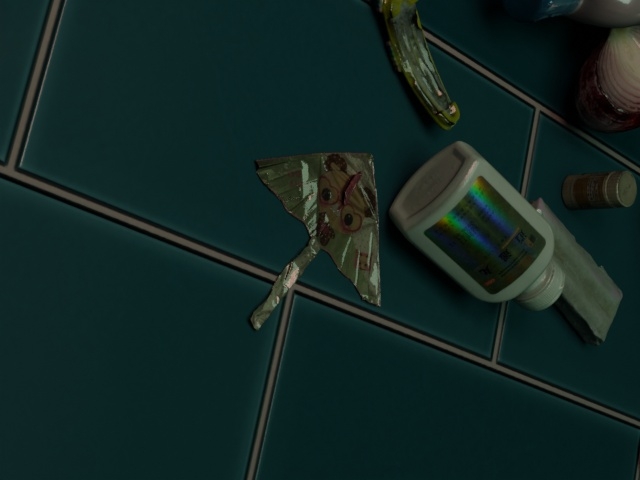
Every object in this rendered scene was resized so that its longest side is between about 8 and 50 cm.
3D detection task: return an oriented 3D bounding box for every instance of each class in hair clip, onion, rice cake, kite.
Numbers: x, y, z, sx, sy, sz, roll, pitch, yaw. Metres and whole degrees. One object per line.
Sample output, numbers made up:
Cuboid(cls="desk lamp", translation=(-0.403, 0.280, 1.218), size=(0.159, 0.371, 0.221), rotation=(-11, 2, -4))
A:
Cuboid(cls="hair clip", translation=(0.107, -0.209, 1.398), size=(0.060, 0.033, 0.188), rotation=(-38, 111, -40))
Cuboid(cls="onion", translation=(0.393, -0.197, 1.615), size=(0.206, 0.098, 0.151), rotation=(-36, 89, -37))
Cuboid(cls="rice cake", translation=(0.303, 0.039, 1.563), size=(0.226, 0.040, 0.085), rotation=(44, 60, -32))
Cuboid(cls="kite", translation=(-0.001, 0.000, 1.303), size=(0.229, 0.012, 0.250), rotation=(51, 58, -27))

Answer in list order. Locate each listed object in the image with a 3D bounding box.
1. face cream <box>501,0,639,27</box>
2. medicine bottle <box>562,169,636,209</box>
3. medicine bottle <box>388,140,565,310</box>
Cuboid(cls="face cream", translation=(0.346, -0.319, 1.553), size=(0.337, 0.163, 0.080), rotation=(-18, 135, -42))
Cuboid(cls="medicine bottle", translation=(0.350, -0.062, 1.582), size=(0.047, 0.083, 0.047), rotation=(2, 87, -43))
Cuboid(cls="medicine bottle", translation=(0.189, -0.002, 1.414), size=(0.121, 0.083, 0.229), rotation=(-46, 126, 7))
